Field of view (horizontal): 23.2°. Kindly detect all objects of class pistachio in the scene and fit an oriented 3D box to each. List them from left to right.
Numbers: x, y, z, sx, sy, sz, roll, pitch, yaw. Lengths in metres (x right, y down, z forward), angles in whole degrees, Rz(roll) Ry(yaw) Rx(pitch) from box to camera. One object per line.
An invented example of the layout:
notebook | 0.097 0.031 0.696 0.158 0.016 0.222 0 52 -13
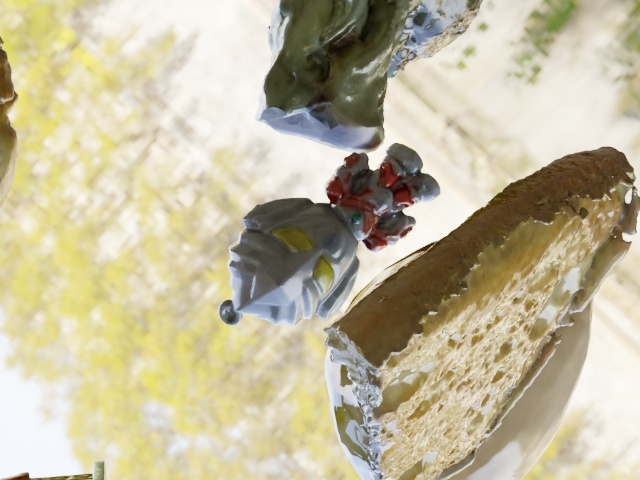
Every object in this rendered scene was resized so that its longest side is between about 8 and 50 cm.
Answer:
pistachio | 0.183 0.144 1.682 0.193 0.318 0.214 39 -173 32

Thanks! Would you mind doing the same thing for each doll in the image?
doll | 0.000 0.000 1.079 0.094 0.180 0.079 52 -175 -10

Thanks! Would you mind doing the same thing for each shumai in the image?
shumai | 0.031 -0.222 1.427 0.222 0.204 0.272 9 130 24

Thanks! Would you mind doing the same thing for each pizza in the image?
pizza | 0.043 0.042 0.719 0.080 0.188 0.204 41 -146 22

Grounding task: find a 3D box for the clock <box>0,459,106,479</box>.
clock | -0.284 0.258 1.171 0.255 0.106 0.220 -3 -170 -8

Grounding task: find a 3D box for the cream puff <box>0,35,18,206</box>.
cream puff | -0.399 -0.155 1.335 0.343 0.231 0.327 24 180 -28
